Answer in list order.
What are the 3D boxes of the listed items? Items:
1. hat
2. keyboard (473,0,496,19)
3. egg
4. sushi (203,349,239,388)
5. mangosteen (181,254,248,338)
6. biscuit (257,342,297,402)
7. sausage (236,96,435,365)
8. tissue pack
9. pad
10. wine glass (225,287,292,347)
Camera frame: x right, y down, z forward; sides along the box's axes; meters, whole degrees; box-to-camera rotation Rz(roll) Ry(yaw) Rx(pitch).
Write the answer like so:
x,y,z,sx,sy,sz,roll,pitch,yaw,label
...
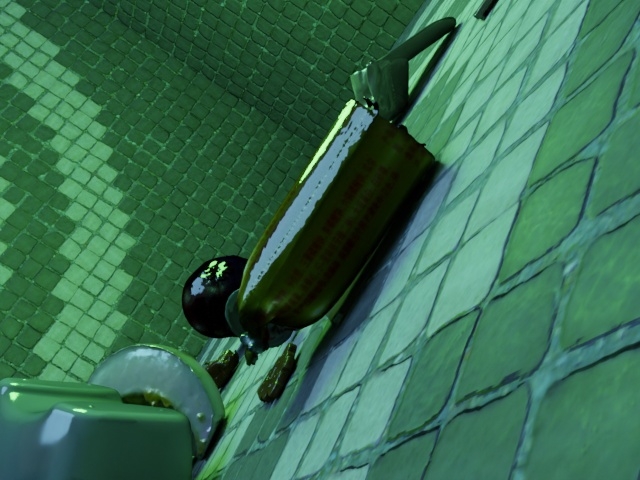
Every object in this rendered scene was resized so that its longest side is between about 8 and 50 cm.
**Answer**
x,y,z,sx,sy,sz,roll,pitch,yaw,label
0.163,-0.312,1.423,0.244,0.149,0.214,-21,8,-1,hat
0.283,-0.403,1.111,0.166,0.017,0.055,-56,2,19,keyboard
-0.264,0.279,1.249,0.271,0.206,0.162,-22,-18,18,egg
-0.206,0.265,1.519,0.118,0.061,0.060,-32,9,28,sushi
-0.206,0.138,1.647,0.230,0.194,0.194,85,-152,-52,mangosteen
-0.055,0.171,0.916,0.092,0.016,0.082,-54,12,42,biscuit
0.000,0.000,0.814,0.317,0.117,0.125,-58,-8,0,sausage
-0.338,0.327,1.024,0.333,0.229,0.236,0,78,48,tissue pack
0.059,0.012,0.850,0.188,0.006,0.113,-58,5,-1,pad
-0.057,0.055,1.119,0.103,0.103,0.231,-54,4,31,wine glass
